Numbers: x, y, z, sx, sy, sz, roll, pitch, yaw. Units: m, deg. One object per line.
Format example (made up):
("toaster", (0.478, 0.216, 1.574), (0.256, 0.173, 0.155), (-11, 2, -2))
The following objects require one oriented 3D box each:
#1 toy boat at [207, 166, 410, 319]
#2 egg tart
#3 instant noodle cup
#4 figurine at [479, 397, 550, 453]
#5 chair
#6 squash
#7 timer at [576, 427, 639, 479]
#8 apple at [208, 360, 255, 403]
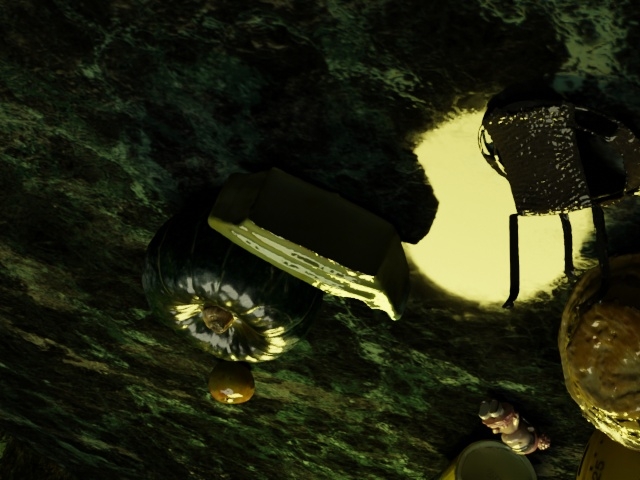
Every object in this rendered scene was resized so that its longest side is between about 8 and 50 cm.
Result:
("toy boat", (0.004, -0.002, 1.189), (0.276, 0.111, 0.084), (29, 146, -11))
("egg tart", (0.350, 0.129, 1.065), (0.106, 0.241, 0.241), (-8, 175, -41))
("instant noodle cup", (0.286, 0.474, 1.750), (0.216, 0.215, 0.236), (19, 144, 6))
("figurine", (0.314, 0.298, 1.565), (0.072, 0.054, 0.129), (-25, 121, 36))
("chair", (0.251, -0.043, 0.975), (0.174, 0.149, 0.213), (-7, 99, 46))
("squash", (-0.117, 0.058, 1.320), (0.252, 0.165, 0.252), (19, 152, 11))
("timer", (0.483, 0.330, 1.232), (0.376, 0.376, 0.387), (22, 177, 0))
("apple", (-0.167, 0.270, 1.823), (0.090, 0.074, 0.089), (15, 152, 8))
